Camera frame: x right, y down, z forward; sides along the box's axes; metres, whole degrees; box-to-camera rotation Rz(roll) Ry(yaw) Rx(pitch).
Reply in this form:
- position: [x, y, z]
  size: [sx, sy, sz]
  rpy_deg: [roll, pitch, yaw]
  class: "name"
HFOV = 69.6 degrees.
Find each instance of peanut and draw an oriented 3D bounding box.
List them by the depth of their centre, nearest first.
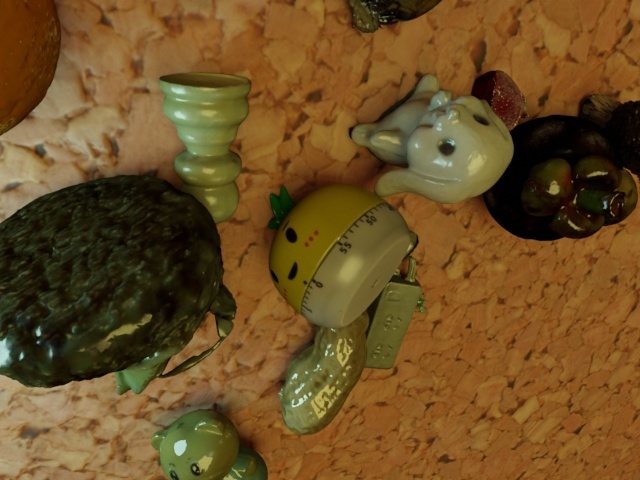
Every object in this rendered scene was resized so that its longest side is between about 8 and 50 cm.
- position: [0.013, 0.282, 1.023]
  size: [0.153, 0.140, 0.325]
  rpy_deg: [25, 98, 19]
  class: "peanut"

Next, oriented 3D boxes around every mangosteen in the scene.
- position: [0.474, -0.115, 0.906]
  size: [0.288, 0.288, 0.233]
  rpy_deg: [32, 79, -25]
  class: "mangosteen"

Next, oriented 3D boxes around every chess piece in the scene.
- position: [-0.189, -0.146, 0.788]
  size: [0.145, 0.144, 0.251]
  rpy_deg: [-4, 118, -15]
  class: "chess piece"

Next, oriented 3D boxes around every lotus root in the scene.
- position: [0.164, -0.478, 0.740]
  size: [0.169, 0.141, 0.314]
  rpy_deg: [37, 97, -30]
  class: "lotus root"

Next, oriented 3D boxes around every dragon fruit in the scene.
- position: [0.353, -0.256, 0.918]
  size: [0.096, 0.102, 0.147]
  rpy_deg: [2, 107, -20]
  class: "dragon fruit"

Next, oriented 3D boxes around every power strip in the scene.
- position: [0.159, 0.165, 1.051]
  size: [0.093, 0.053, 0.288]
  rpy_deg: [10, 113, -13]
  class: "power strip"

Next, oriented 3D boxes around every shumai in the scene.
- position: [-0.325, 0.110, 0.756]
  size: [0.395, 0.395, 0.348]
  rpy_deg: [-17, 136, -9]
  class: "shumai"

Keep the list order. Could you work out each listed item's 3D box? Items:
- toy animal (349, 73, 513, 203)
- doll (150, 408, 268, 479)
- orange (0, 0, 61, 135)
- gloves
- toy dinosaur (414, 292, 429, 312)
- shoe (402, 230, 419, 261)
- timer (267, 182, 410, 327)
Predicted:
- position: [0.196, -0.164, 0.827]
  size: [0.249, 0.289, 0.174]
  rpy_deg: [-28, 121, 20]
  class: "toy animal"
- position: [-0.238, 0.489, 1.020]
  size: [0.177, 0.161, 0.260]
  rpy_deg: [-21, 120, 17]
  class: "doll"
- position: [-0.493, -0.267, 0.546]
  size: [0.341, 0.293, 0.340]
  rpy_deg: [1, 86, -9]
  class: "orange"
- position: [0.652, -0.201, 0.920]
  size: [0.135, 0.312, 0.210]
  rpy_deg: [-31, 129, 20]
  class: "gloves"
- position: [0.214, 0.145, 1.086]
  size: [0.083, 0.021, 0.062]
  rpy_deg: [-10, 110, 5]
  class: "toy dinosaur"
- position: [0.123, 0.041, 0.993]
  size: [0.077, 0.074, 0.194]
  rpy_deg: [41, 94, -15]
  class: "shoe"
- position: [0.000, 0.000, 0.865]
  size: [0.285, 0.285, 0.285]
  rpy_deg: [-6, 114, -14]
  class: "timer"
